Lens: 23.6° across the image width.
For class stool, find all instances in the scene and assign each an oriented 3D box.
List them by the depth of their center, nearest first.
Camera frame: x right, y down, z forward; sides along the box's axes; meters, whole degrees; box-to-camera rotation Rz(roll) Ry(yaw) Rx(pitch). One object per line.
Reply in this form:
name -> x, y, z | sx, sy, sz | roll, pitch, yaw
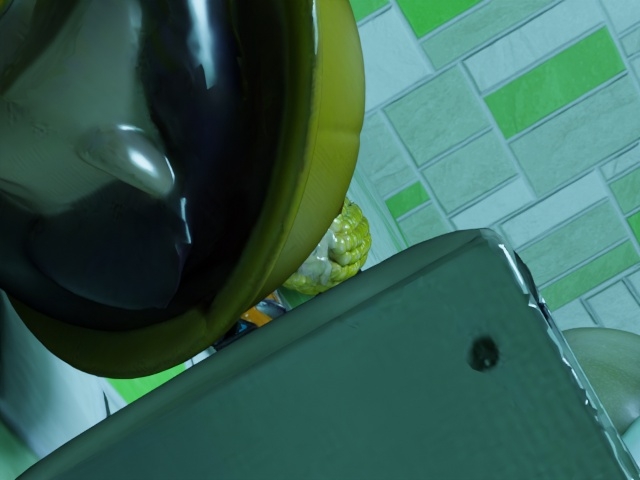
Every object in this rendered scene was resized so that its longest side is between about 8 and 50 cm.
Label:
stool -> 0.052, 0.151, 0.495 | 0.269, 0.170, 0.243 | 60, 7, 7

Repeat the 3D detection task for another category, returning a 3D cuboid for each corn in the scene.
corn -> 0.000, 0.000, 1.232 | 0.081, 0.081, 0.248 | 59, 5, 0

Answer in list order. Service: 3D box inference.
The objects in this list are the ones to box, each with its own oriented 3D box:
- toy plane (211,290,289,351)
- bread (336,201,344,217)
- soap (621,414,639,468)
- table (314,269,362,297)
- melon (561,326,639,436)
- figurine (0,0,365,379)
toy plane -> -0.030, 0.058, 0.859 | 0.188, 0.062, 0.135 | 22, 36, -58
bread -> -0.061, -0.075, 0.991 | 0.190, 0.114, 0.132 | 54, 8, 0
soap -> 0.300, 0.212, 0.968 | 0.156, 0.446, 0.261 | -5, -58, 57
table -> 0.103, 0.121, 1.353 | 0.240, 0.111, 0.121 | 59, 7, -3
melon -> 0.208, 0.206, 1.150 | 0.272, 0.272, 0.308 | -111, 176, -58
figurine -> -0.083, -0.066, 0.471 | 0.257, 0.167, 0.192 | 45, 29, -60
